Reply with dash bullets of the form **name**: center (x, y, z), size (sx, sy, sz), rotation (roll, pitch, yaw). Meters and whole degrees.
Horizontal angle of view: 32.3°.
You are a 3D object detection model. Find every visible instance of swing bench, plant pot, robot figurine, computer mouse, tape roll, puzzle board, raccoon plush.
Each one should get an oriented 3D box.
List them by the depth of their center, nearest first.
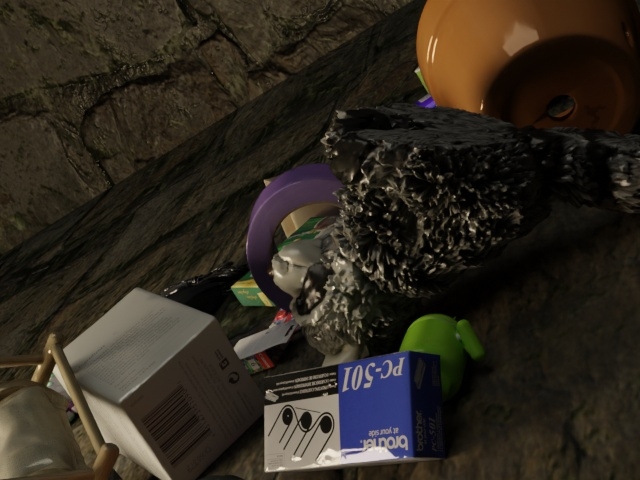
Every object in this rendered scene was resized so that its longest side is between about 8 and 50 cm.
- **robot figurine**: center (0.111, 0.117, 1.094), size (0.101, 0.067, 0.115), rotation (-39, 12, 28)
- **swing bench**: center (-0.334, 0.269, 1.180), size (0.165, 0.254, 0.253), rotation (-2, 25, -25)
- **raccoon plush**: center (0.160, 0.029, 1.189), size (0.447, 0.299, 0.216), rotation (11, 21, 23)
- **plant pot**: center (0.277, -0.214, 1.387), size (0.291, 0.291, 0.203), rotation (-30, 32, 15)
- **tape roll**: center (0.000, 0.000, 1.427), size (0.189, 0.189, 0.080), rotation (-32, 17, 9)
- **puzzle board**: center (-0.026, 0.093, 1.532), size (0.096, 0.011, 0.128), rotation (-26, 19, 28)
- **computer mouse**: center (-0.238, 0.114, 1.776), size (0.189, 0.072, 0.272), rotation (-25, 18, 26)
- **plant pot**: center (-0.018, -0.064, 1.815), size (0.096, 0.109, 0.109), rotation (-24, 14, -12)

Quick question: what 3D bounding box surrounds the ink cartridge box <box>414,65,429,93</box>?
- **ink cartridge box**: center (0.254, -0.287, 1.918), size (0.189, 0.097, 0.255), rotation (-18, 22, 44)

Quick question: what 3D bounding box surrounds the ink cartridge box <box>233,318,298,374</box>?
- **ink cartridge box**: center (-0.070, 0.142, 1.446), size (0.115, 0.029, 0.063), rotation (-23, 19, 32)

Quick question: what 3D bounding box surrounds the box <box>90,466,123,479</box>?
- **box**: center (-0.278, 0.313, 1.320), size (0.083, 0.052, 0.062), rotation (-34, 17, 6)

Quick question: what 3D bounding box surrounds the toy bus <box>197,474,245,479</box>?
- **toy bus**: center (-0.035, 0.279, 0.715), size (0.220, 0.149, 0.211), rotation (2, 40, 24)

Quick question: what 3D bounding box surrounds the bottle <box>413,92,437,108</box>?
- **bottle**: center (0.267, -0.221, 1.661), size (0.283, 0.118, 0.092), rotation (-35, 16, 3)

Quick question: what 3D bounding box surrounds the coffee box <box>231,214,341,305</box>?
- **coffee box**: center (-0.041, 0.030, 1.685), size (0.184, 0.040, 0.113), rotation (-41, 18, -23)

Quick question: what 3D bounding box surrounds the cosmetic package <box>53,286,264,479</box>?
- **cosmetic package**: center (-0.193, 0.172, 1.316), size (0.151, 0.151, 0.184), rotation (-42, 33, -24)

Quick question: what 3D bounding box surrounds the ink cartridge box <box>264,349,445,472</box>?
- **ink cartridge box**: center (0.027, 0.168, 1.058), size (0.207, 0.046, 0.097), rotation (-18, 68, 45)

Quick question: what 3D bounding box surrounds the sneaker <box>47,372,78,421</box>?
- **sneaker**: center (-0.423, 0.244, 1.718), size (0.224, 0.098, 0.083), rotation (-42, 18, -26)
